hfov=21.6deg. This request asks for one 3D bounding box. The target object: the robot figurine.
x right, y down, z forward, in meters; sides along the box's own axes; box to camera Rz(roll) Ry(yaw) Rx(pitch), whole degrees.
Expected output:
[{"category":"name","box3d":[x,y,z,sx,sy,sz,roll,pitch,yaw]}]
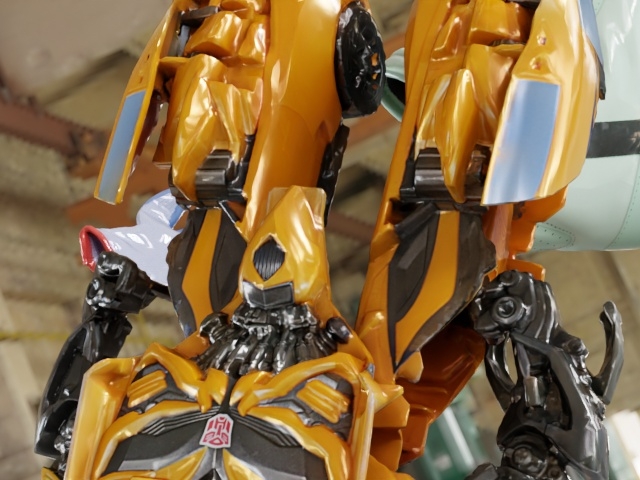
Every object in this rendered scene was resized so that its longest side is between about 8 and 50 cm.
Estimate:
[{"category":"robot figurine","box3d":[0.000,0.000,0.569,0.211,0.291,0.085,0,-28,26]}]

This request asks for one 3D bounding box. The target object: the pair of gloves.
[{"category":"pair of gloves","box3d":[-0.047,0.056,0.914,0.023,0.198,0.159,-38,-13,27]}]

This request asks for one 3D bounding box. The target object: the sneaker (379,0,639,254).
[{"category":"sneaker","box3d":[0.086,-0.116,0.677,0.151,0.256,0.094,-11,-12,-23]}]
